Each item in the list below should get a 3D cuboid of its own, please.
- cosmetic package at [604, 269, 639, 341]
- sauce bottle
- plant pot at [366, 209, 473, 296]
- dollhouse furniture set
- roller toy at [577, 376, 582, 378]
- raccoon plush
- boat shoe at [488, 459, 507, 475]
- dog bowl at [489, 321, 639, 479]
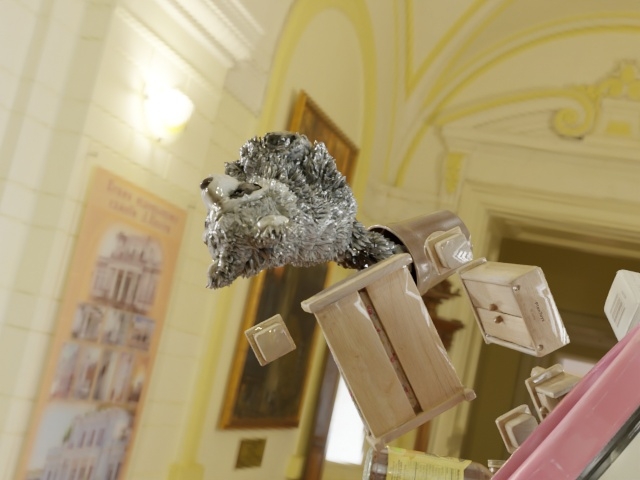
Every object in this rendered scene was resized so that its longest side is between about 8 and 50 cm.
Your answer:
[{"bbox_3d":[0.562,0.125,1.357,0.231,0.085,0.117,11,26,-3],"label":"cosmetic package"},{"bbox_3d":[0.257,0.488,1.791,0.344,0.111,0.111,12,-8,-3],"label":"sauce bottle"},{"bbox_3d":[0.190,0.022,1.715,0.165,0.167,0.167,-23,13,-31],"label":"plant pot"},{"bbox_3d":[0.118,0.165,1.147,0.355,0.303,0.174,-25,6,-11],"label":"dollhouse furniture set"},{"bbox_3d":[0.500,0.379,1.739,0.146,0.209,0.191,3,4,21],"label":"roller toy"},{"bbox_3d":[0.000,0.000,1.458,0.446,0.216,0.299,21,30,-17],"label":"raccoon plush"},{"bbox_3d":[0.439,0.545,2.069,0.064,0.060,0.178,-8,-23,39],"label":"boat shoe"},{"bbox_3d":[0.266,0.242,0.874,0.150,0.408,0.408,42,0,16],"label":"dog bowl"}]
